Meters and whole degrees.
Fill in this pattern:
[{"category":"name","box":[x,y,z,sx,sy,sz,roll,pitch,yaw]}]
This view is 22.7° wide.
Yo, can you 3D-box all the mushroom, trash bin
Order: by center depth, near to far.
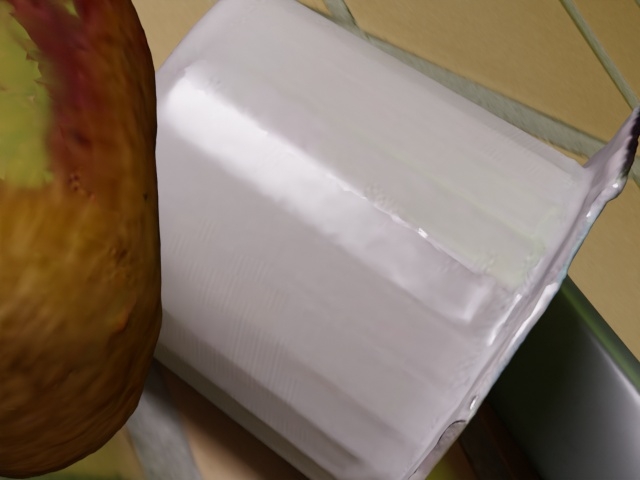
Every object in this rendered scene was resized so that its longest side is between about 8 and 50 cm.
[{"category":"mushroom","box":[-0.198,-0.012,0.503,0.345,0.260,0.345,25,-8,4]},{"category":"trash bin","box":[0.177,0.123,0.971,0.236,0.101,0.176,54,8,23]}]

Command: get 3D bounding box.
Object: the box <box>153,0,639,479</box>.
[{"category":"box","box":[0.000,0.000,0.809,0.206,0.262,0.291,35,-13,1]}]
